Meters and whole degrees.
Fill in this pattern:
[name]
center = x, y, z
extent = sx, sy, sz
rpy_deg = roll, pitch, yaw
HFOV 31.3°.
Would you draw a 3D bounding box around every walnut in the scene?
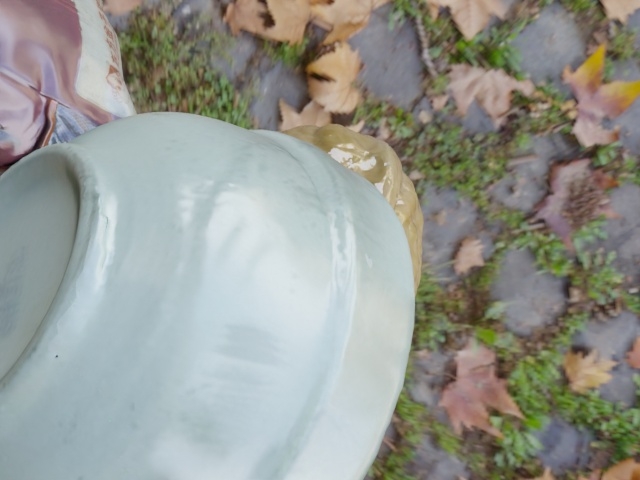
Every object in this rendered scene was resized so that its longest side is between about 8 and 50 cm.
[walnut]
center = 0.000, 0.000, 1.157
extent = 0.224, 0.261, 0.225
rpy_deg = 3, 128, 4

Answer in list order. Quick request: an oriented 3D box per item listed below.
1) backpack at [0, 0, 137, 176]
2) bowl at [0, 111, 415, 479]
[backpack]
center = -0.342, -0.182, 1.140
extent = 0.197, 0.317, 0.283
rpy_deg = -45, 50, 20
[bowl]
center = -0.111, 0.055, 0.625
extent = 0.163, 0.307, 0.307
rpy_deg = 33, 80, -36
